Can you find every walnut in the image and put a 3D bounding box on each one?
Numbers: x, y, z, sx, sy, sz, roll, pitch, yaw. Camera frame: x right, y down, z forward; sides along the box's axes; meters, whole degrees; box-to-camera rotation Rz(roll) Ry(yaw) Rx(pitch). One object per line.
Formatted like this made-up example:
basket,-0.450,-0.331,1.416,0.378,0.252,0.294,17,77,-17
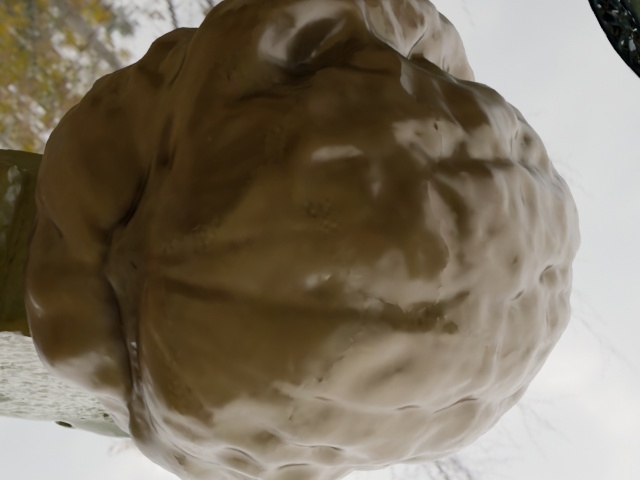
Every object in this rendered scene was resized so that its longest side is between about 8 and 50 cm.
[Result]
walnut,0.000,0.000,0.549,0.224,0.257,0.257,17,-117,35

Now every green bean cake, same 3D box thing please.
green bean cake,-0.185,0.040,0.793,0.236,0.233,0.124,116,-18,-65

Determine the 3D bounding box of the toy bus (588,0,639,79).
toy bus,0.187,-0.027,0.346,0.128,0.262,0.150,-31,-169,2
